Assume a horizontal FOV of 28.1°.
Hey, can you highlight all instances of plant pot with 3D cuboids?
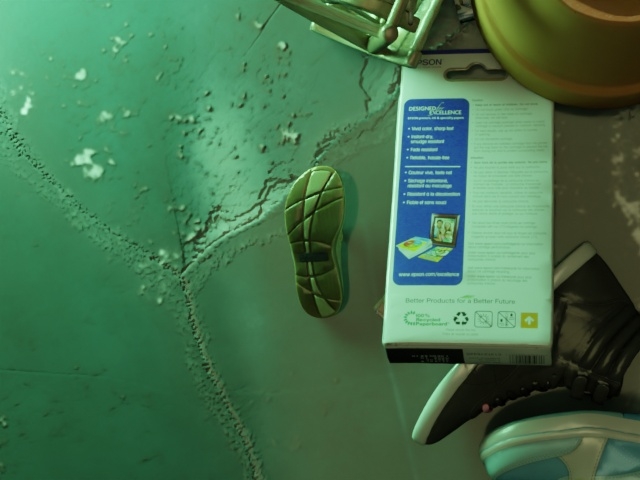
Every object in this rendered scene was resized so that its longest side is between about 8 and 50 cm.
[{"bbox_3d":[0.300,-0.294,1.320,0.290,0.203,0.291,0,87,6],"label":"plant pot"}]

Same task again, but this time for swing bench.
[{"bbox_3d":[0.079,-0.332,1.359,0.165,0.254,0.253,25,95,15],"label":"swing bench"}]

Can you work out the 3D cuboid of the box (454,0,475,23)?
[{"bbox_3d":[0.213,-0.311,1.453,0.137,0.027,0.094,-14,87,10],"label":"box"}]

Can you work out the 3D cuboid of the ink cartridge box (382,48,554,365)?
[{"bbox_3d":[0.168,-0.044,1.404,0.175,0.069,0.371,0,65,11],"label":"ink cartridge box"}]

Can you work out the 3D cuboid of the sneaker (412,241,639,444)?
[{"bbox_3d":[0.241,0.153,1.411,0.296,0.104,0.147,-45,78,3],"label":"sneaker"}]

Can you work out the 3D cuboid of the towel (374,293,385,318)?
[{"bbox_3d":[0.110,0.079,1.484,0.083,0.009,0.060,33,95,8],"label":"towel"}]

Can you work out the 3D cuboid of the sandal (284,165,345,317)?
[{"bbox_3d":[0.000,0.000,1.489,0.072,0.049,0.180,1,105,16],"label":"sandal"}]

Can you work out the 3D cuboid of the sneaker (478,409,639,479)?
[{"bbox_3d":[0.326,0.295,1.356,0.319,0.127,0.208,-1,65,11],"label":"sneaker"}]
